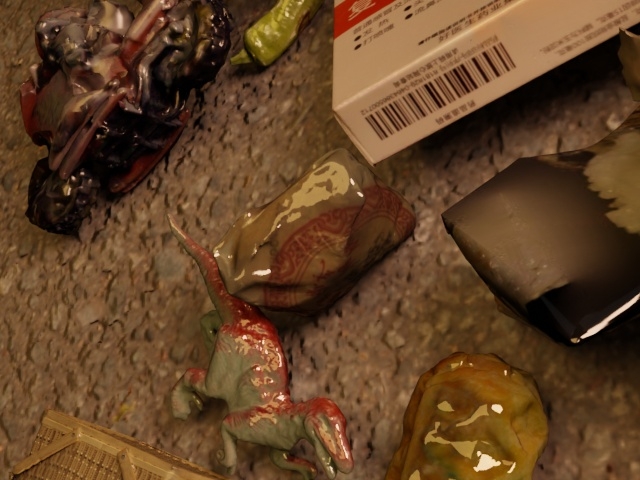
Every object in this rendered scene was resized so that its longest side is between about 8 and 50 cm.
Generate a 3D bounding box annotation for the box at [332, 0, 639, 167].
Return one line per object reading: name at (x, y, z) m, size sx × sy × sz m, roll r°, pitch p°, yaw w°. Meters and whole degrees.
box at (0.169, -0.207, 0.742) m, size 0.353 × 0.069 × 0.214 m, roll -26°, pitch 32°, yaw 19°

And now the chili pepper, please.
chili pepper at (-0.009, -0.235, 0.940) m, size 0.208 × 0.043 × 0.049 m, roll -58°, pitch 13°, yaw -10°

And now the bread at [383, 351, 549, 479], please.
bread at (0.074, 0.196, 0.636) m, size 0.087 × 0.098 × 0.269 m, roll 17°, pitch 73°, yaw -5°

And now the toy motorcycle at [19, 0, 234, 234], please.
toy motorcycle at (-0.153, -0.189, 0.932) m, size 0.401 × 0.134 × 0.207 m, roll -42°, pitch 54°, yaw 28°

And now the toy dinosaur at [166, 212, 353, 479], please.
toy dinosaur at (-0.059, 0.073, 0.779) m, size 0.167 × 0.053 × 0.242 m, roll -35°, pitch 63°, yaw 46°

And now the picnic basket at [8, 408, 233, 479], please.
picnic basket at (-0.133, 0.189, 0.758) m, size 0.164 × 0.115 × 0.079 m, roll 13°, pitch 77°, yaw 38°

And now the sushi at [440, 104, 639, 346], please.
sushi at (0.227, -0.022, 0.646) m, size 0.273 × 0.109 × 0.134 m, roll -33°, pitch 48°, yaw -2°

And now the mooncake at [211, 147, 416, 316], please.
mooncake at (0.000, 0.000, 0.758) m, size 0.130 × 0.125 × 0.073 m, roll -42°, pitch 69°, yaw 12°

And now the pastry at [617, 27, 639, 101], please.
pastry at (0.317, -0.056, 0.499) m, size 0.329 × 0.136 × 0.330 m, roll 0°, pitch 83°, yaw 2°
